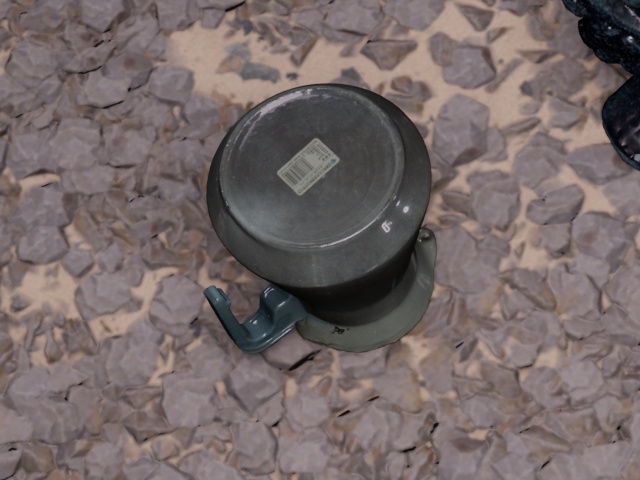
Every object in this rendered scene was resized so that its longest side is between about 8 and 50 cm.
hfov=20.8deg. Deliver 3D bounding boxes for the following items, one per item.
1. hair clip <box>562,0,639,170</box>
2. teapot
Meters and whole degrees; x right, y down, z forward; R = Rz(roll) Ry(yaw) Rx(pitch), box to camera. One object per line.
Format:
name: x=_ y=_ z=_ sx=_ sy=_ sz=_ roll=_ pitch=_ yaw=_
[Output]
hair clip: x=0.318 y=-0.159 z=1.421 sx=0.194 sy=0.206 sz=0.310 roll=-40 pitch=71 yaw=-4
teapot: x=0.000 y=0.000 z=1.385 sx=0.203 sy=0.225 sz=0.171 roll=-36 pitch=64 yaw=-7
